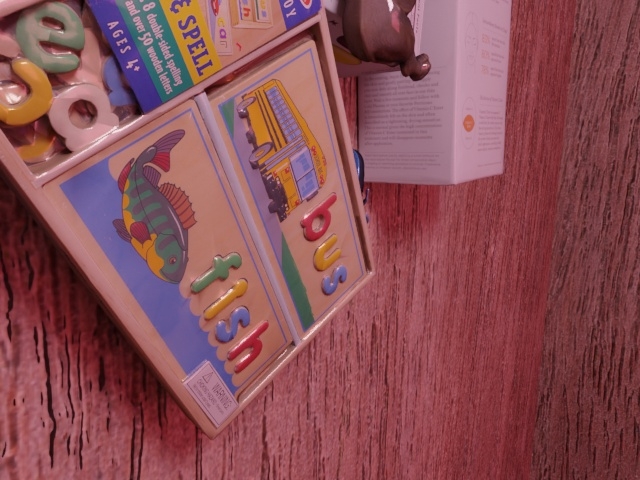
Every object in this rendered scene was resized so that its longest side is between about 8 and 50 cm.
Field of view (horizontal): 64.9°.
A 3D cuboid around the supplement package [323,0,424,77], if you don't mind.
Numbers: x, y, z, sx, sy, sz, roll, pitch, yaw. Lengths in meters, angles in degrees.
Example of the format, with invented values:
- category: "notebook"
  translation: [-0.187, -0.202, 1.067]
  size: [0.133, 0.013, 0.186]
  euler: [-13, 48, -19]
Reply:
- category: "supplement package"
  translation: [0.007, -0.293, 0.586]
  size: [0.244, 0.139, 0.133]
  euler: [3, 93, -52]

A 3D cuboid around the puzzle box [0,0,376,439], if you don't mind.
- category: "puzzle box"
  translation: [-0.076, -0.036, 0.437]
  size: [0.272, 0.052, 0.408]
  euler: [-43, 137, -27]

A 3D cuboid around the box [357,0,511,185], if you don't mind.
- category: "box"
  translation: [0.183, -0.270, 0.800]
  size: [0.215, 0.168, 0.344]
  euler: [-16, 109, -51]

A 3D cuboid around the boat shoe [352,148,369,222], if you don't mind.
- category: "boat shoe"
  translation: [0.000, 0.000, 0.679]
  size: [0.089, 0.109, 0.258]
  euler: [4, 109, -60]

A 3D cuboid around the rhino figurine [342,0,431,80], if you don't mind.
- category: "rhino figurine"
  translation: [0.065, -0.285, 0.488]
  size: [0.106, 0.073, 0.243]
  euler: [-11, 104, -54]
